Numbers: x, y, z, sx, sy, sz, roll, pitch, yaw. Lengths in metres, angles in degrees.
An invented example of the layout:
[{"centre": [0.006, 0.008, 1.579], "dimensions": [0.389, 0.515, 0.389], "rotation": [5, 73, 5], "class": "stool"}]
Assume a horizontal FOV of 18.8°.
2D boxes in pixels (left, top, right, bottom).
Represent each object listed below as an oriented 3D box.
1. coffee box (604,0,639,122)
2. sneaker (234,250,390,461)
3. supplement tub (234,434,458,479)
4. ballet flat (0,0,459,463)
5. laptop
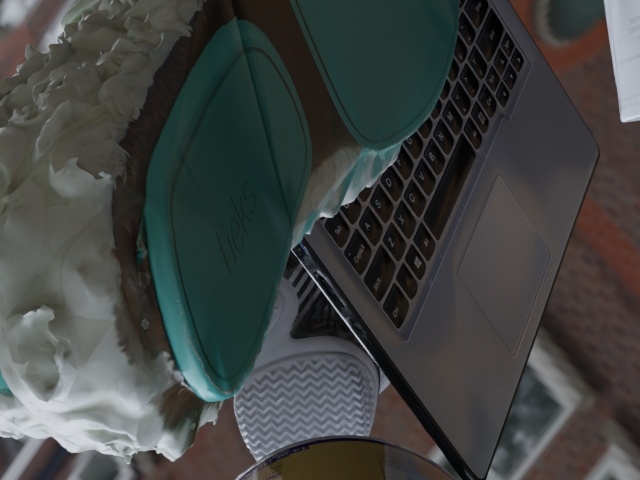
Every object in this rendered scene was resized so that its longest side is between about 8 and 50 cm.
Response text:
[{"centre": [0.459, -0.308, 1.768], "dimensions": [0.334, 0.338, 0.337], "rotation": [-8, 180, -10], "class": "coffee box"}, {"centre": [0.000, 0.000, 1.614], "dimensions": [0.137, 0.366, 0.210], "rotation": [2, -169, 12], "class": "sneaker"}, {"centre": [0.023, 0.272, 1.299], "dimensions": [0.241, 0.241, 0.331], "rotation": [35, -178, -3], "class": "supplement tub"}, {"centre": [-0.055, -0.055, 0.696], "dimensions": [0.147, 0.147, 0.409], "rotation": [35, -153, -1], "class": "ballet flat"}, {"centre": [0.132, -0.134, 1.229], "dimensions": [0.408, 0.236, 0.382], "rotation": [54, -143, -23], "class": "laptop"}]
